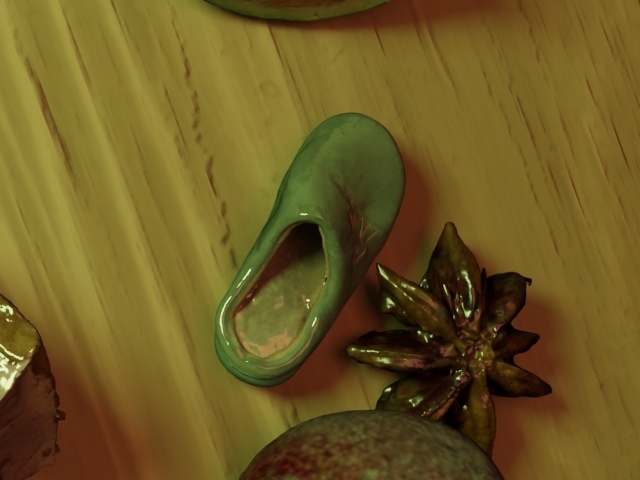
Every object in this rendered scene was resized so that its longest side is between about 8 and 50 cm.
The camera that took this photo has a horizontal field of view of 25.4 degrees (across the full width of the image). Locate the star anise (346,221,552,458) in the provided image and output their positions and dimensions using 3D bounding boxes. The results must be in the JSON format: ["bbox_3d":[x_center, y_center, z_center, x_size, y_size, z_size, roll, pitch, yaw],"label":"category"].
[{"bbox_3d":[0.089,0.074,0.942,0.168,0.057,0.168,6,78,-28],"label":"star anise"}]

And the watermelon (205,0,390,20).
[{"bbox_3d":[-0.013,-0.192,0.894,0.245,0.119,0.063,6,68,-28],"label":"watermelon"}]

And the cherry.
[{"bbox_3d":[0.036,0.178,0.848,0.176,0.140,0.176,1,86,-15],"label":"cherry"}]

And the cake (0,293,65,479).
[{"bbox_3d":[-0.256,0.027,0.727,0.295,0.113,0.116,41,57,-1],"label":"cake"}]

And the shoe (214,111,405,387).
[{"bbox_3d":[0.000,0.000,0.888,0.079,0.078,0.195,31,72,-5],"label":"shoe"}]
